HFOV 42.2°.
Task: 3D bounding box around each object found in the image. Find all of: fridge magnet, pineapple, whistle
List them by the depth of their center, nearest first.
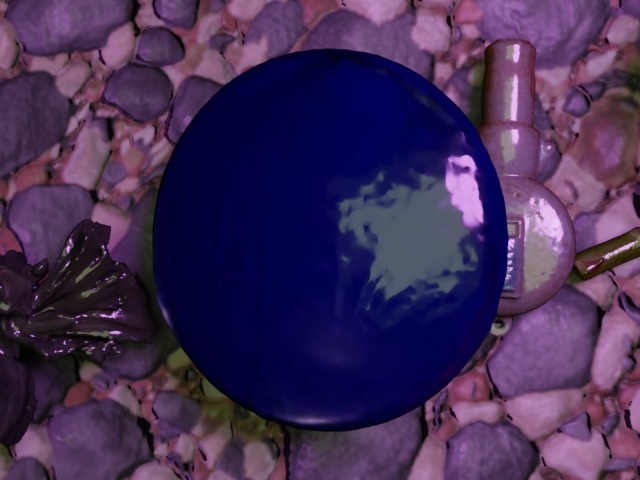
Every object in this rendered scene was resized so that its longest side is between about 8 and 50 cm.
[{"bbox_3d":[0.000,0.000,0.582,0.265,0.112,0.266,1,91,23],"label":"fridge magnet"},{"bbox_3d":[0.137,-0.038,0.614,0.107,0.057,0.220,4,87,11],"label":"whistle"},{"bbox_3d":[-0.283,0.079,0.623,0.310,0.141,0.170,-14,83,-2],"label":"pineapple"}]

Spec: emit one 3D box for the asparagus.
[{"bbox_3d":[0.305,-0.024,0.614,0.248,0.024,0.025,-22,130,5],"label":"asparagus"}]
